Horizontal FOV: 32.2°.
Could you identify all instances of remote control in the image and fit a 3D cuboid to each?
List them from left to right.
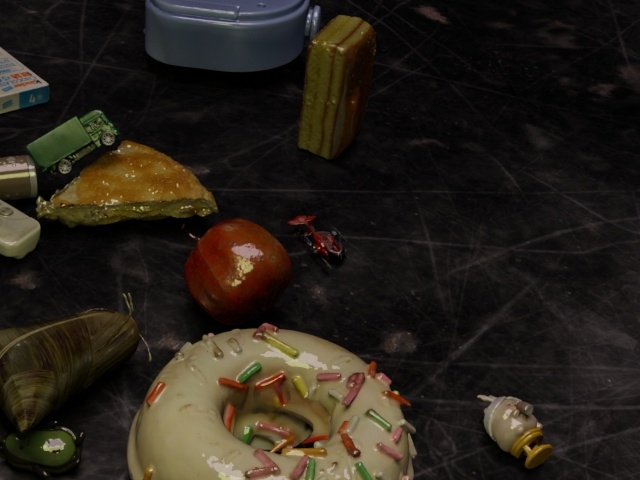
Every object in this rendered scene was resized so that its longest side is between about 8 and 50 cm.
[{"bbox_3d":[-0.561,-0.041,1.792,0.230,0.049,0.090,27,42,17],"label":"remote control"}]

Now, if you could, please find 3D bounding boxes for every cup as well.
[{"bbox_3d":[-0.542,-0.113,1.893,0.099,0.074,0.102,-7,37,-21],"label":"cup"}]

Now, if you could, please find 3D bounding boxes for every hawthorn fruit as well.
[{"bbox_3d":[-0.140,0.036,1.689,0.194,0.157,0.157,40,43,20],"label":"hawthorn fruit"}]

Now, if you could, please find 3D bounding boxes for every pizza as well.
[{"bbox_3d":[-0.357,-0.079,1.895,0.288,0.075,0.280,-17,38,-30],"label":"pizza"}]

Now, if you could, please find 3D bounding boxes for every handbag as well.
[{"bbox_3d":[-0.356,0.265,1.404,0.111,0.047,0.072,7,68,-6],"label":"handbag"}]

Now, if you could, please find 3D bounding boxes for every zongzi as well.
[{"bbox_3d":[-0.317,0.175,1.466,0.248,0.111,0.241,-13,26,-30],"label":"zongzi"}]

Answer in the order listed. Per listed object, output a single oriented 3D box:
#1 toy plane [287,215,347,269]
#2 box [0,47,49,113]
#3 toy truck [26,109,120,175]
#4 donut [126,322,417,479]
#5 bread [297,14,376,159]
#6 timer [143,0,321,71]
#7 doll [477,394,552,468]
[{"bbox_3d":[0.000,0.000,1.887,0.060,0.037,0.145,-22,48,-23],"label":"toy plane"},{"bbox_3d":[-0.718,-0.314,2.170,0.273,0.048,0.265,-21,44,-38],"label":"box"},{"bbox_3d":[-0.418,-0.168,1.894,0.147,0.079,0.065,-31,12,-6],"label":"toy truck"},{"bbox_3d":[-0.059,0.251,1.416,0.383,0.142,0.382,6,35,-4],"label":"donut"},{"bbox_3d":[0.038,-0.300,2.159,0.111,0.234,0.184,15,33,15],"label":"bread"},{"bbox_3d":[-0.188,-0.488,2.432,0.395,0.173,0.395,6,33,-4],"label":"timer"},{"bbox_3d":[0.269,0.249,1.541,0.073,0.084,0.127,-13,49,-33],"label":"doll"}]
